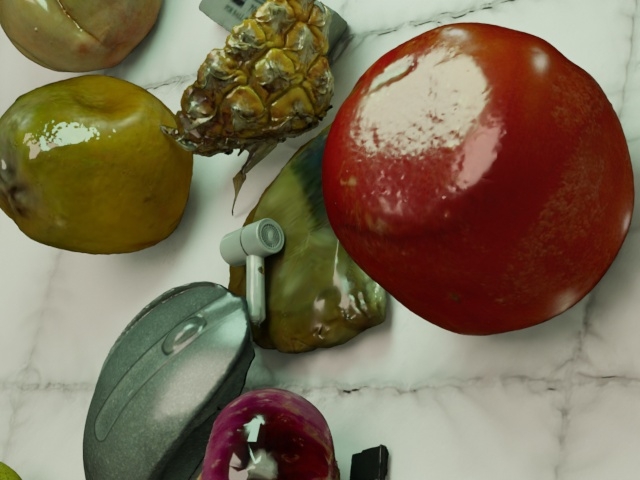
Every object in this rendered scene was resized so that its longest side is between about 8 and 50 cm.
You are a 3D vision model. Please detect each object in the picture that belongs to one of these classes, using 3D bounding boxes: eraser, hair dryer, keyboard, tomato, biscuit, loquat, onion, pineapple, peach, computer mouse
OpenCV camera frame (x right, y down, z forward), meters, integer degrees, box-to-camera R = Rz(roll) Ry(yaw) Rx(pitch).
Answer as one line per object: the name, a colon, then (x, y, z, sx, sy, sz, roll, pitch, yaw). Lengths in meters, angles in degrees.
eraser: (-0.075, -0.330, 2.067, 0.111, 0.077, 0.352, -56, 40, 6)
hair dryer: (-0.088, 0.046, 1.797, 0.082, 0.047, 0.137, -22, 64, 45)
keyboard: (0.051, 0.330, 1.597, 0.060, 0.018, 0.195, -23, 52, 44)
tomato: (0.167, -0.062, 1.516, 0.325, 0.293, 0.289, -3, 53, 34)
biscuit: (0.000, 0.000, 1.801, 0.329, 0.078, 0.335, -57, 38, 9)
loquat: (-0.331, -0.100, 2.034, 0.276, 0.284, 0.276, 24, 121, 47)
onion: (-0.059, 0.269, 1.591, 0.201, 0.200, 0.207, 7, 52, 47)
pineapple: (-0.091, -0.182, 1.871, 0.158, 0.161, 0.334, 49, 115, 5)
peach: (-0.396, -0.410, 2.323, 0.292, 0.247, 0.292, -4, 76, 17)
computer mouse: (-0.215, 0.216, 1.801, 0.374, 0.114, 0.203, -61, 38, 20)

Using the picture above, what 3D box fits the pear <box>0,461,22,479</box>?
pear: (-0.501, 0.402, 1.992, 0.198, 0.198, 0.198, -24, 52, 34)
